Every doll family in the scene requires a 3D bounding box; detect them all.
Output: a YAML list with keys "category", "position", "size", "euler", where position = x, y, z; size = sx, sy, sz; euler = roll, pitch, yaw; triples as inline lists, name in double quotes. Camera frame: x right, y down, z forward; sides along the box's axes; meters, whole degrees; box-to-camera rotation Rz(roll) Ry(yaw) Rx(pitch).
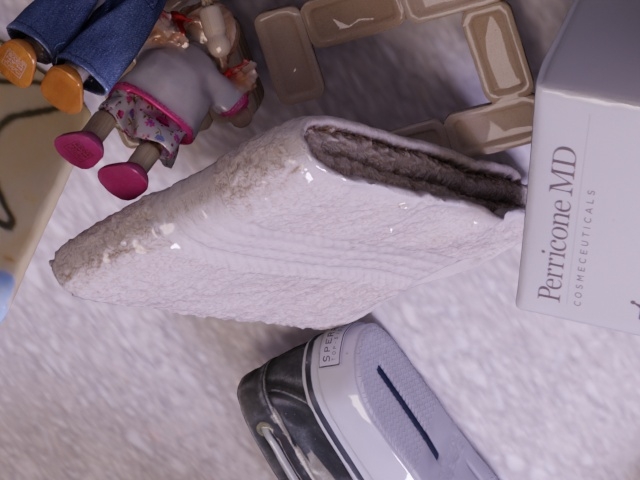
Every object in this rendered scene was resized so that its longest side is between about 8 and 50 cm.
- category: "doll family"
  position: [-0.129, -0.156, 0.886]
  size: [0.263, 0.163, 0.118]
  euler: [36, 147, -7]

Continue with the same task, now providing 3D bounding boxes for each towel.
- category: "towel"
  position: [0.000, 0.000, 0.966]
  size: [0.187, 0.049, 0.282]
  euler: [-27, 160, 30]

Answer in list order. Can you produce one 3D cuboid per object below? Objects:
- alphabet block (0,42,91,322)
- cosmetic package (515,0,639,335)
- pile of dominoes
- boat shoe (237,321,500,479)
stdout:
- category: "alphabet block"
  position: [-0.281, -0.023, 1.008]
  size: [0.192, 0.197, 0.193]
  euler: [39, 124, -19]
- category: "cosmetic package"
  position: [0.215, -0.043, 0.910]
  size: [0.184, 0.151, 0.151]
  euler: [11, 128, 15]
- category: "pile of dominoes"
  position: [-0.010, -0.124, 0.984]
  size: [0.251, 0.040, 0.196]
  euler: [-13, 112, 15]
- category: "boat shoe"
  position: [0.058, 0.200, 1.190]
  size: [0.119, 0.121, 0.335]
  euler: [-17, 113, 31]
